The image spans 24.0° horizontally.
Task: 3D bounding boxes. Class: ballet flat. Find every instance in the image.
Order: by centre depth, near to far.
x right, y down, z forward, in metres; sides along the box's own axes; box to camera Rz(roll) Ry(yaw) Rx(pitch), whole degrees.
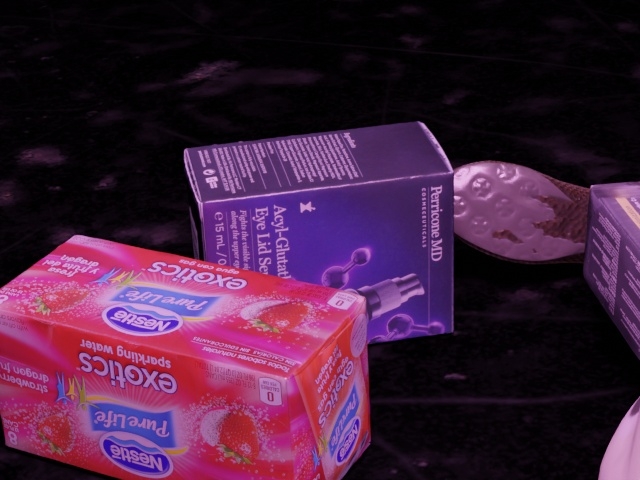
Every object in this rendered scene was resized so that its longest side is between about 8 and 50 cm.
[{"bbox_3d":[0.216,-0.018,1.301,0.249,0.084,0.058,7,0,-8],"label":"ballet flat"}]

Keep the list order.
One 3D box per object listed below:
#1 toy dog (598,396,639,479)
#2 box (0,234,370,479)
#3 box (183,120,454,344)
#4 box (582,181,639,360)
[{"bbox_3d":[0.276,0.148,0.568,0.284,0.395,0.408,-32,33,-14],"label":"toy dog"},{"bbox_3d":[-0.102,0.096,1.083,0.257,0.128,0.122,11,31,25],"label":"box"},{"bbox_3d":[0.000,0.000,1.229,0.207,0.153,0.108,-8,28,-8],"label":"box"},{"bbox_3d":[0.395,0.063,1.047,0.318,0.097,0.395,-4,26,-9],"label":"box"}]
